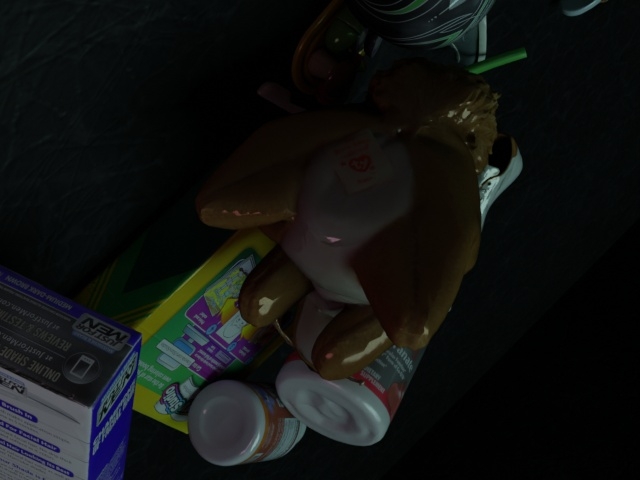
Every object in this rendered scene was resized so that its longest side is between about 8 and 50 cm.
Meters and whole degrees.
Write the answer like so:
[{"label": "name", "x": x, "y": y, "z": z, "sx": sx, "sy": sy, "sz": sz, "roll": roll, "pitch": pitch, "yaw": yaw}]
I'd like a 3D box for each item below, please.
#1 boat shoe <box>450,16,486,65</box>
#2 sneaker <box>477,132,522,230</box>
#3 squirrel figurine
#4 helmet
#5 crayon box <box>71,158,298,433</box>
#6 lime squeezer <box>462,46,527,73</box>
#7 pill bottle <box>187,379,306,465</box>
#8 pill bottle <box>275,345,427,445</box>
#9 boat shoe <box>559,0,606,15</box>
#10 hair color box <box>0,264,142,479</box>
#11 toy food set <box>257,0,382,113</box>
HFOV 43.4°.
[{"label": "boat shoe", "x": 0.174, "y": -0.333, "z": 1.098, "sx": 0.099, "sy": 0.116, "sz": 0.319, "roll": -6, "pitch": 164, "yaw": 11}, {"label": "sneaker", "x": 0.287, "y": -0.093, "z": 1.573, "sx": 0.290, "sy": 0.106, "sz": 0.123, "roll": -54, "pitch": 152, "yaw": -11}, {"label": "squirrel figurine", "x": 0.076, "y": -0.009, "z": 0.977, "sx": 0.397, "sy": 0.281, "sz": 0.370, "roll": -58, "pitch": 159, "yaw": -24}, {"label": "helmet", "x": 0.120, "y": -0.296, "z": 0.892, "sx": 0.169, "sy": 0.162, "sz": 0.169, "roll": -51, "pitch": 158, "yaw": -29}, {"label": "crayon box", "x": -0.166, "y": 0.100, "z": 1.128, "sx": 0.313, "sy": 0.106, "sz": 0.363, "roll": -43, "pitch": 155, "yaw": -7}, {"label": "lime squeezer", "x": 0.157, "y": -0.199, "z": 1.194, "sx": 0.110, "sy": 0.058, "sz": 0.310, "roll": 26, "pitch": 138, "yaw": -26}, {"label": "pill bottle", "x": -0.101, "y": 0.275, "z": 1.226, "sx": 0.121, "sy": 0.121, "sz": 0.216, "roll": -50, "pitch": 157, "yaw": 5}, {"label": "pill bottle", "x": 0.078, "y": 0.133, "z": 1.226, "sx": 0.318, "sy": 0.176, "sz": 0.176, "roll": -58, "pitch": 163, "yaw": -34}, {"label": "boat shoe", "x": 0.494, "y": -0.445, "z": 1.427, "sx": 0.183, "sy": 0.065, "sz": 0.083, "roll": -45, "pitch": 153, "yaw": -9}, {"label": "hair color box", "x": -0.313, "y": 0.194, "z": 0.893, "sx": 0.338, "sy": 0.185, "sz": 0.110, "roll": 110, "pitch": 6, "yaw": -48}, {"label": "toy food set", "x": 0.036, "y": -0.230, "z": 1.017, "sx": 0.218, "sy": 0.071, "sz": 0.128, "roll": -49, "pitch": 154, "yaw": 4}]
